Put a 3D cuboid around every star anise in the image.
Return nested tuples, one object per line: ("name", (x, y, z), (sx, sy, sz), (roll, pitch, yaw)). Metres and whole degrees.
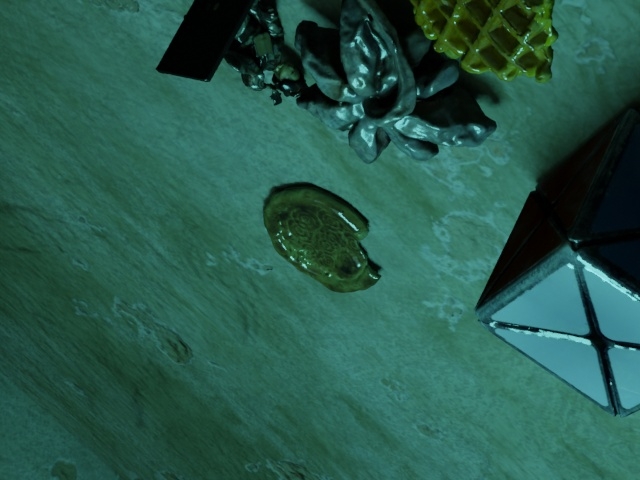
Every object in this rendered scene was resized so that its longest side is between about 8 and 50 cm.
("star anise", (0.058, -0.206, 1.721), (0.359, 0.139, 0.316), (25, 140, 9))

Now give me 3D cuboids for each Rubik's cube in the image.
("Rubik's cube", (0.386, 0.036, 1.664), (0.260, 0.259, 0.255), (36, 148, -4))

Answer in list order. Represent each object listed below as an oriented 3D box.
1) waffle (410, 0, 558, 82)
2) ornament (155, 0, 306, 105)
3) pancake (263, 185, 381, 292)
("waffle", (0.161, -0.308, 1.499), (0.300, 0.058, 0.281), (59, 159, -14))
("ornament", (-0.082, -0.249, 1.796), (0.196, 0.166, 0.153), (32, 174, -35))
("pancake", (0.000, 0.000, 2.134), (0.212, 0.029, 0.235), (7, 138, 34))
